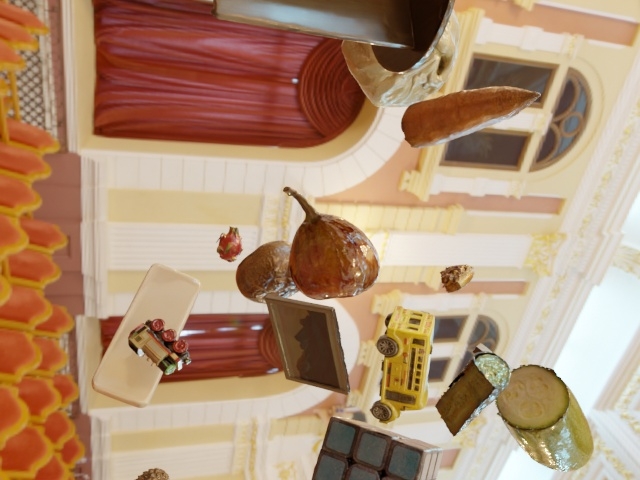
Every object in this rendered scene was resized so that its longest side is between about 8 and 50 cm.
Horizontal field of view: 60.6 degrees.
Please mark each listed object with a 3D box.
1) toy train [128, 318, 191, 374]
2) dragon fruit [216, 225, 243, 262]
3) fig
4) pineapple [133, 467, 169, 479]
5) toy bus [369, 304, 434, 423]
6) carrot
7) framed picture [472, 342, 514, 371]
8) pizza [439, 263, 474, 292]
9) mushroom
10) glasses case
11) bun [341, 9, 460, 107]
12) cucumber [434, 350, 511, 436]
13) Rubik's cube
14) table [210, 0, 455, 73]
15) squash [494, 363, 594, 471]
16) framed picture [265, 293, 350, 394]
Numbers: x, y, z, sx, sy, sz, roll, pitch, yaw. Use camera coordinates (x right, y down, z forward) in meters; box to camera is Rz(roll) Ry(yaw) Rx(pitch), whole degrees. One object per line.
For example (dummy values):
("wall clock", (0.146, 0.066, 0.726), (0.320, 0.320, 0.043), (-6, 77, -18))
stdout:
("toy train", (-0.346, 0.231, 1.186), (0.138, 0.087, 0.050), (38, -34, 18))
("dragon fruit", (-0.288, 0.011, 1.759), (0.081, 0.086, 0.116), (21, -92, 61))
("fig", (0.011, 0.019, 0.971), (0.202, 0.148, 0.149), (62, -40, 25))
("pineapple", (-0.370, 0.506, 1.068), (0.074, 0.159, 0.074), (4, -82, 31))
("toy bus", (0.233, 0.358, 1.528), (0.144, 0.152, 0.330), (-53, 148, -60))
("carrot", (0.209, -0.176, 0.761), (0.205, 0.072, 0.072), (-1, -91, 51))
("framed picture", (0.493, 0.343, 1.549), (0.128, 0.168, 0.023), (39, -84, 20))
("pizza", (0.437, 0.113, 1.772), (0.058, 0.127, 0.246), (58, 20, 0))
("mushroom", (-0.150, 0.107, 1.746), (0.153, 0.253, 0.253), (64, -31, 33))
("glasses case", (-0.419, 0.227, 1.344), (0.076, 0.144, 0.336), (-50, -163, 58))
("bun", (0.161, -0.353, 1.011), (0.133, 0.231, 0.231), (-116, -148, -68))
("cucumber", (0.293, 0.297, 1.058), (0.078, 0.062, 0.211), (56, -31, 31))
("Rubik's cube", (0.165, 0.718, 1.622), (0.304, 0.305, 0.301), (42, 62, -59))
("table", (-0.002, -0.269, 0.555), (0.167, 0.227, 0.167), (180, -90, -66))
("squash", (0.561, 0.451, 1.373), (0.260, 0.189, 0.189), (52, 9, -38))
("framed picture", (-0.029, 0.258, 1.349), (0.192, 0.018, 0.265), (5, -59, 30))
